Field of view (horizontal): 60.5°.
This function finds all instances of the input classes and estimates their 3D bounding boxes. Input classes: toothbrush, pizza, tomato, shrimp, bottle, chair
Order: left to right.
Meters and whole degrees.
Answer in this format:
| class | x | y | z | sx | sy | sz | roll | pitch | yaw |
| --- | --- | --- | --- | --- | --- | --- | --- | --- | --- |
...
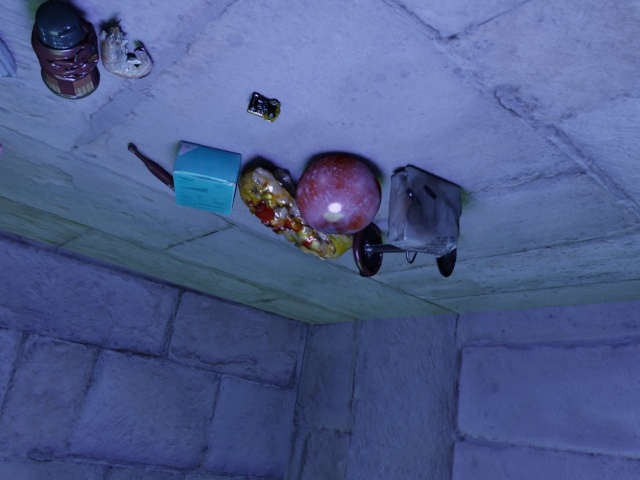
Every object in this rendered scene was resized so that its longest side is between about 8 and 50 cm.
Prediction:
| class | x | y | z | sx | sy | sz | roll | pitch | yaw |
| --- | --- | --- | --- | --- | --- | --- | --- | --- | --- |
| bottle | -0.576 | -0.440 | 1.244 | 0.156 | 0.143 | 0.271 | 57 | 158 | 1 |
| shrimp | -0.460 | -0.446 | 1.305 | 0.126 | 0.047 | 0.223 | 9 | 165 | -16 |
| toothbrush | -0.575 | -0.241 | 1.956 | 0.041 | 0.040 | 0.364 | 2 | 159 | 20 |
| pizza | -0.121 | -0.069 | 1.884 | 0.406 | 0.130 | 0.440 | 39 | 169 | 4 |
| tomato | 0.052 | -0.129 | 1.702 | 0.271 | 0.226 | 0.270 | 9 | 158 | 3 |
| chair | 0.285 | 0.031 | 2.064 | 0.401 | 0.226 | 0.227 | -4 | 157 | 34 |

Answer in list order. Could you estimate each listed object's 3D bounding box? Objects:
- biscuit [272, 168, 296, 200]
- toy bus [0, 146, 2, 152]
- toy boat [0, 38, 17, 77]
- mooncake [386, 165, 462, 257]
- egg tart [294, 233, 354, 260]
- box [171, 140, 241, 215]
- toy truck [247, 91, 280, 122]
| class | x | y | z | sx | sy | sz | roll | pitch | yaw |
| --- | --- | --- | --- | --- | --- | --- | --- | --- | --- |
| biscuit | -0.116 | -0.181 | 1.888 | 0.061 | 0.055 | 0.219 | 20 | 165 | 17 |
| toy bus | -1.213 | -0.337 | 1.899 | 0.063 | 0.090 | 0.203 | -1 | 158 | 29 |
| toy boat | -0.821 | -0.477 | 1.321 | 0.078 | 0.085 | 0.260 | 10 | 161 | 0 |
| mooncake | 0.315 | -0.077 | 1.691 | 0.255 | 0.249 | 0.136 | 17 | 158 | -25 |
| egg tart | 0.000 | 0.000 | 2.202 | 0.315 | 0.120 | 0.315 | 17 | 168 | 4 |
| box | -0.383 | -0.201 | 1.859 | 0.205 | 0.118 | 0.311 | 10 | 162 | -8 |
| toy truck | -0.148 | -0.346 | 1.441 | 0.083 | 0.048 | 0.054 | 17 | 161 | -18 |
